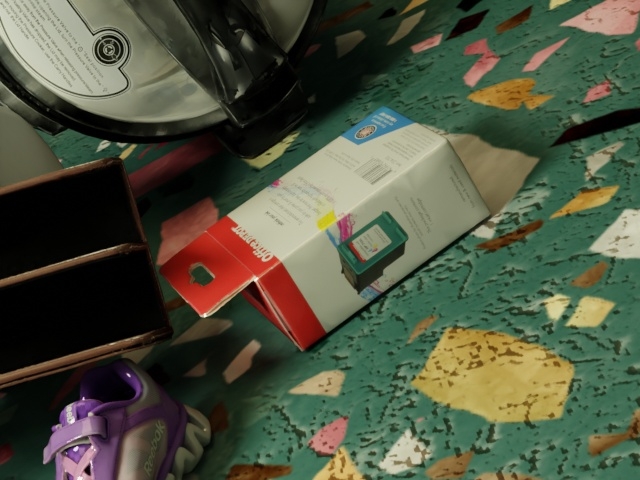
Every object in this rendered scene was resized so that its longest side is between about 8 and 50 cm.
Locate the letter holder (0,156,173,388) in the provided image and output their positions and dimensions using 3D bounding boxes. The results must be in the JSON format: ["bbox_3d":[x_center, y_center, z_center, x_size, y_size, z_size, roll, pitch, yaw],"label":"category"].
[{"bbox_3d":[-0.280,0.048,1.386,0.302,0.152,0.214,-16,1,0],"label":"letter holder"}]

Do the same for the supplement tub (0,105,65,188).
[{"bbox_3d":[-0.377,0.041,1.626,0.325,0.235,0.235,-26,26,13],"label":"supplement tub"}]

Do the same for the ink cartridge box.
[{"bbox_3d":[0.000,0.000,1.457,0.231,0.078,0.134,-36,25,-8],"label":"ink cartridge box"}]

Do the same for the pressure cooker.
[{"bbox_3d":[-0.184,-0.281,1.774,0.370,0.375,0.420,9,6,-17],"label":"pressure cooker"}]

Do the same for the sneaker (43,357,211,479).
[{"bbox_3d":[-0.153,0.169,1.295,0.095,0.104,0.236,-19,29,22],"label":"sneaker"}]
